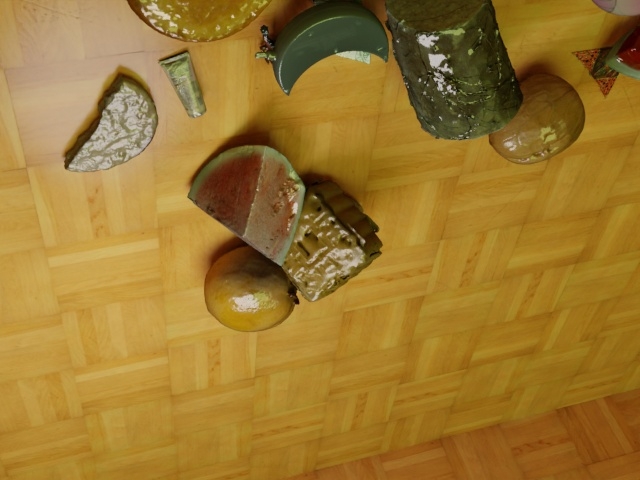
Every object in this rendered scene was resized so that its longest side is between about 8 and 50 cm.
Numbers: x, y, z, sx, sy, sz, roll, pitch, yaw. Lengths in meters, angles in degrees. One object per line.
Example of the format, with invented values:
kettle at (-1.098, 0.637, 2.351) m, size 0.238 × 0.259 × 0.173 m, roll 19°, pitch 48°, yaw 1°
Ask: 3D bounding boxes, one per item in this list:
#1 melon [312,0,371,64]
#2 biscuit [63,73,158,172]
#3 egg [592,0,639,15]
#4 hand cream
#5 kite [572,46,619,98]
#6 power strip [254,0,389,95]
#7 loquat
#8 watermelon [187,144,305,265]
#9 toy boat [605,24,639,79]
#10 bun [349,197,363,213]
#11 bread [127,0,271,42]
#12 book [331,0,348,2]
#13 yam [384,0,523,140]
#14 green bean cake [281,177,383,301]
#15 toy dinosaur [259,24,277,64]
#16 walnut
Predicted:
melon at (0.027, -0.439, 1.717) m, size 0.114 × 0.053 × 0.261 m, roll -10°, pitch 141°, yaw 14°
biscuit at (-0.396, -0.213, 1.781) m, size 0.133 × 0.032 × 0.250 m, roll 14°, pitch 130°, yaw -38°
egg at (0.574, -0.545, 1.716) m, size 0.196 × 0.196 × 0.271 m, roll -39°, pitch 144°, yaw 22°
hand cream at (-0.261, -0.298, 1.747) m, size 0.061 × 0.039 × 0.143 m, roll -16°, pitch 134°, yaw 3°
kite at (0.672, -0.415, 2.088) m, size 0.125 × 0.008 × 0.222 m, roll -39°, pitch 141°, yaw 18°
power strip at (0.002, -0.362, 1.688) m, size 0.253 × 0.054 × 0.167 m, roll -17°, pitch 142°, yaw -4°
loquat at (-0.168, 0.114, 2.178) m, size 0.238 × 0.193 × 0.238 m, roll 2°, pitch 130°, yaw 2°
watermelon at (-0.145, -0.091, 1.948) m, size 0.256 × 0.176 × 0.260 m, roll 20°, pitch 103°, yaw -17°
toy boat at (0.798, -0.435, 2.027) m, size 0.332 × 0.145 × 0.133 m, roll -13°, pitch 170°, yaw -11°
bun at (0.051, -0.054, 2.174) m, size 0.115 × 0.069 × 0.115 m, roll -14°, pitch 144°, yaw -10°
bread at (-0.199, -0.460, 1.454) m, size 0.312 × 0.172 × 0.312 m, roll -15°, pitch 141°, yaw -12°
book at (0.007, -0.517, 1.581) m, size 0.168 × 0.013 × 0.192 m, roll 4°, pitch 123°, yaw -30°
yam at (0.260, -0.362, 1.765) m, size 0.241 × 0.241 × 0.348 m, roll -26°, pitch 140°, yaw 6°
green bean cake at (0.000, 0.000, 2.082) m, size 0.224 × 0.229 × 0.131 m, roll -42°, pitch 174°, yaw 29°
toy dinosaur at (-0.082, -0.361, 1.738) m, size 0.055 × 0.049 × 0.154 m, roll -25°, pitch 149°, yaw 9°
walnut at (0.479, -0.268, 2.029) m, size 0.222 × 0.195 × 0.195 m, roll -29°, pitch 143°, yaw 21°
